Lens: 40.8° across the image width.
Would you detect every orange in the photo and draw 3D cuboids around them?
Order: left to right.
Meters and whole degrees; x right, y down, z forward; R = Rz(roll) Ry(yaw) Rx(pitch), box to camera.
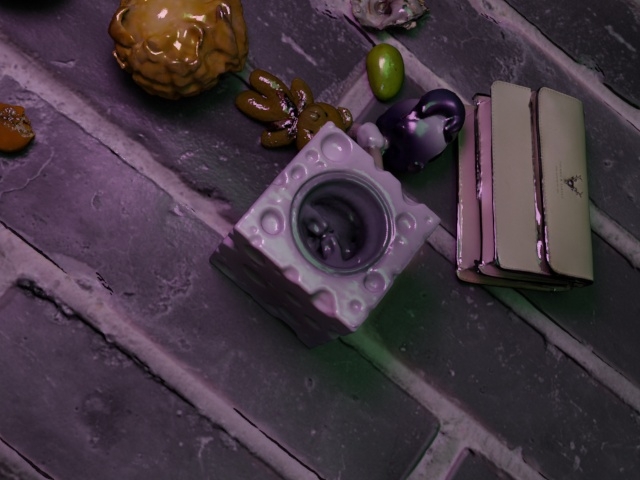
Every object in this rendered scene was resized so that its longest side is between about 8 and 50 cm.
[{"bbox_3d":[-0.504,-0.183,1.382,0.086,0.062,0.086,3,76,-14],"label":"orange"}]

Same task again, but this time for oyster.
[{"bbox_3d":[0.141,-0.439,1.654,0.166,0.053,0.108,-8,53,-11],"label":"oyster"}]

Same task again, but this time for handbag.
[{"bbox_3d":[0.385,-0.094,1.590,0.237,0.160,0.358,8,74,-23],"label":"handbag"}]

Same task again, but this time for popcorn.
[{"bbox_3d":[-0.231,-0.353,1.445,0.250,0.190,0.250,2,83,-19],"label":"popcorn"}]

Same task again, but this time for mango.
[{"bbox_3d":[0.122,-0.316,1.617,0.073,0.056,0.108,3,88,-13],"label":"mango"}]

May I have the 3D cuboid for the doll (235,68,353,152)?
[{"bbox_3d":[-0.049,-0.222,1.514,0.210,0.097,0.137,28,80,1],"label":"doll"}]

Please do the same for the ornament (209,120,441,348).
[{"bbox_3d":[0.000,0.000,1.399,0.240,0.240,0.239,42,69,-4],"label":"ornament"}]

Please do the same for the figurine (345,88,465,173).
[{"bbox_3d":[0.158,-0.200,1.558,0.222,0.145,0.145,-20,83,-19],"label":"figurine"}]
